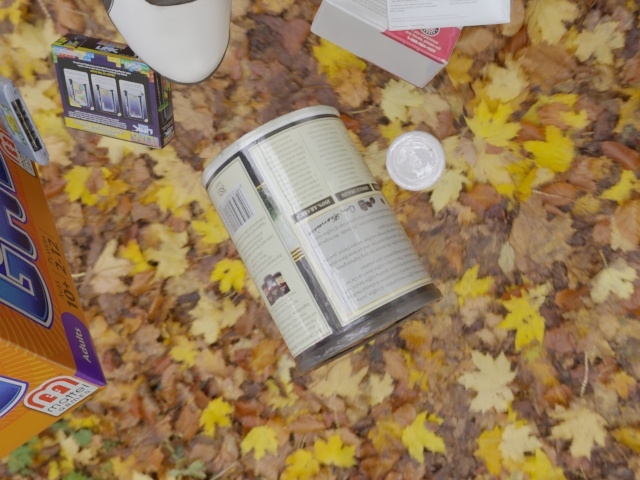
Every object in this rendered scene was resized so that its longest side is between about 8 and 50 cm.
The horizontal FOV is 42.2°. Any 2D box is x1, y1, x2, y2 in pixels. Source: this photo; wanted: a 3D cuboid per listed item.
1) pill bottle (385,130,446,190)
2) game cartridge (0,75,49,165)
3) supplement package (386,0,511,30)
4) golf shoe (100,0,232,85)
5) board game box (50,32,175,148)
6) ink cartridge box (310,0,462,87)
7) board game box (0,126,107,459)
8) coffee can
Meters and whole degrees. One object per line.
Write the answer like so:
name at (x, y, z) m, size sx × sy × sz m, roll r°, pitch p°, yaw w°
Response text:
pill bottle at (0.200, -0.169, 1.743) m, size 0.121 × 0.221 × 0.121 m, roll 1°, pitch 97°, yaw 6°
game cartridge at (-0.282, -0.112, 0.772) m, size 0.017 × 0.056 × 0.083 m, roll -32°, pitch 124°, yaw -23°
supplement package at (0.158, -0.379, 1.003) m, size 0.149 × 0.194 × 0.203 m, roll 0°, pitch 116°, yaw 15°
golf shoe at (-0.079, -0.150, 0.404) m, size 0.077 × 0.094 × 0.198 m, roll -15°, pitch 135°, yaw -9°
board game box at (-0.304, -0.221, 1.231) m, size 0.170 × 0.048 × 0.141 m, roll 15°, pitch 131°, yaw 15°
ink cartridge box at (0.189, -0.563, 1.740) m, size 0.279 × 0.160 × 0.385 m, roll 26°, pitch 76°, yaw -6°
board game box at (-0.490, 0.044, 0.785) m, size 0.356 × 0.356 × 0.356 m, roll -34°, pitch 56°, yaw 7°
coffee can at (0.000, 0.000, 1.040) m, size 0.201 × 0.201 × 0.275 m, roll -30°, pitch 80°, yaw 13°
